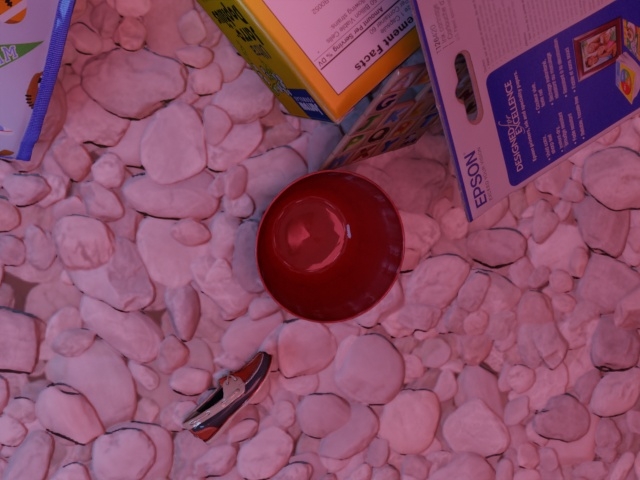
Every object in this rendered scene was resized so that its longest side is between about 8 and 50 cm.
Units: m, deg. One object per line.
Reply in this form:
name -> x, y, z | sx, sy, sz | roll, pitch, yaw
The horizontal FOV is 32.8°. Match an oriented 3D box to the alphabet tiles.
alphabet tiles -> 0.128, -0.159, 1.264 | 0.237, 0.198, 0.009 | -20, 72, -36

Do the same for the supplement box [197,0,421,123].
supplement box -> -0.047, -0.325, 1.180 | 0.194, 0.195, 0.356 | -42, 107, -6

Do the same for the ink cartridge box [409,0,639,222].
ink cartridge box -> 0.227, -0.223, 1.170 | 0.307, 0.072, 0.303 | -31, 124, -17

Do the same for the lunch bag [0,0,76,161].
lunch bag -> -0.401, -0.279, 1.056 | 0.328, 0.239, 0.385 | 10, 115, -19

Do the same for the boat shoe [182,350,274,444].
boat shoe -> -0.111, 0.186, 1.323 | 0.043, 0.049, 0.137 | 40, 91, -16

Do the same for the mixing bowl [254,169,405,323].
mixing bowl -> 0.000, 0.000, 1.297 | 0.181, 0.098, 0.181 | -3, 101, -16
